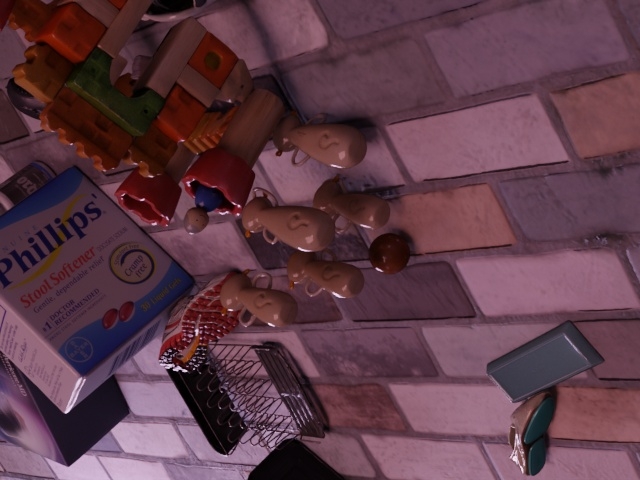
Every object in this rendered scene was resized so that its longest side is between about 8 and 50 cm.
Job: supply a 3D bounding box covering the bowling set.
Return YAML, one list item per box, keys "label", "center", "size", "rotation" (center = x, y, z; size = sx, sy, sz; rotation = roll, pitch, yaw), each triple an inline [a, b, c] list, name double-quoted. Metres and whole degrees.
- label: "bowling set"
  center: [0.000, 0.000, 1.749]
  size: [0.154, 0.287, 0.200]
  rotation: [17, 169, 47]

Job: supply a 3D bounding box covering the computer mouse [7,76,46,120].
- label: "computer mouse"
  center: [-0.406, -0.190, 2.132]
  size: [0.242, 0.041, 0.071]
  rotation: [29, 141, 26]

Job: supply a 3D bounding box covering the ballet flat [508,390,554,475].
- label: "ballet flat"
  center: [0.269, 0.248, 1.794]
  size: [0.052, 0.057, 0.168]
  rotation: [38, 146, 33]

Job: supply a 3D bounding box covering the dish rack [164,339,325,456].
- label: "dish rack"
  center: [-0.118, 0.256, 2.222]
  size: [0.272, 0.074, 0.208]
  rotation: [-3, 122, 50]

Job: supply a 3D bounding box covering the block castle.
- label: "block castle"
  center: [-0.297, -0.188, 1.710]
  size: [0.453, 0.212, 0.303]
  rotation: [38, 158, -25]

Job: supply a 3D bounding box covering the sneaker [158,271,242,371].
- label: "sneaker"
  center: [-0.192, 0.112, 2.145]
  size: [0.088, 0.092, 0.225]
  rotation: [20, 135, -27]

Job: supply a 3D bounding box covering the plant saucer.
- label: "plant saucer"
  center: [0.277, 0.159, 1.727]
  size: [0.067, 0.018, 0.192]
  rotation: [49, 147, 0]

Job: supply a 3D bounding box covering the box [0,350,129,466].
- label: "box"
  center: [-0.565, 0.241, 2.619]
  size: [0.294, 0.183, 0.296]
  rotation: [11, 132, 41]

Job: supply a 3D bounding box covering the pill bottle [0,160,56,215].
- label: "pill bottle"
  center: [-0.506, -0.066, 2.281]
  size: [0.078, 0.137, 0.078]
  rotation: [29, 142, 26]

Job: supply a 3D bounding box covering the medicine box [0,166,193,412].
- label: "medicine box"
  center: [-0.403, 0.076, 2.192]
  size: [0.289, 0.263, 0.149]
  rotation: [43, 146, 8]

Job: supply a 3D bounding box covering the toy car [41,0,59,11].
- label: "toy car"
  center: [-0.451, -0.338, 1.901]
  size: [0.149, 0.188, 0.155]
  rotation: [16, 135, 39]

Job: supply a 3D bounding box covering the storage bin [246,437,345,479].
- label: "storage bin"
  center: [-0.028, 0.430, 2.249]
  size: [0.180, 0.122, 0.084]
  rotation: [38, 145, 16]

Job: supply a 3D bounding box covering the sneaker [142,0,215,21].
- label: "sneaker"
  center: [-0.212, -0.321, 1.733]
  size: [0.258, 0.091, 0.094]
  rotation: [-4, 120, 50]
